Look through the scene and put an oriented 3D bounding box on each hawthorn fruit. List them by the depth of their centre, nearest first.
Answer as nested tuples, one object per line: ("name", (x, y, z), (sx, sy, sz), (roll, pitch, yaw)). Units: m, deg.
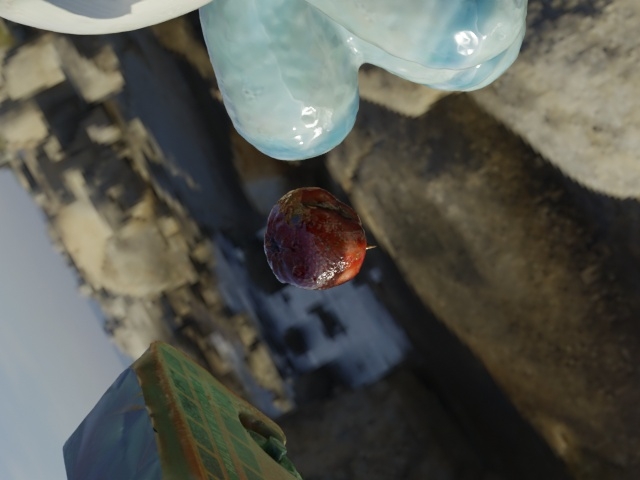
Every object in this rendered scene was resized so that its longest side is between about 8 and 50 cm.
("hawthorn fruit", (0.000, 0.000, 1.203), (0.093, 0.093, 0.093), (58, 170, 16))

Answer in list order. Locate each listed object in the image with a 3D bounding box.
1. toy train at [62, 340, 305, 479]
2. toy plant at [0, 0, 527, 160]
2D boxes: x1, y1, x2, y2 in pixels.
("toy train", (-0.050, 0.114, 0.606), (0.099, 0.072, 0.188), (35, -173, -24))
("toy plant", (-0.012, -0.170, 0.803), (0.332, 0.247, 0.247), (23, -167, -32))
